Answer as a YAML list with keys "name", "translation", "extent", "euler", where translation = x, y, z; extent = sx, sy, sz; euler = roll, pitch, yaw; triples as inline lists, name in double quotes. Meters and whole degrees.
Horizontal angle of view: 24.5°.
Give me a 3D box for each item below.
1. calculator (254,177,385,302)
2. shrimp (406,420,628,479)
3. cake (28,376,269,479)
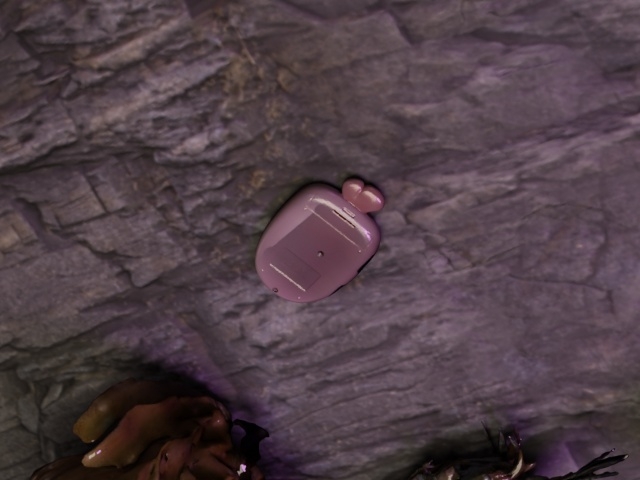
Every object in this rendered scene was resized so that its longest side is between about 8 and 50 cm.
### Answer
- name: "calculator"
  translation: [0.000, 0.000, 1.466]
  extent: [0.103, 0.024, 0.166]
  euler: [38, 122, -8]
- name: "shrimp"
  translation: [0.144, 0.292, 1.512]
  extent: [0.137, 0.172, 0.372]
  euler: [44, 127, -5]
- name: "cake"
  translation: [-0.164, 0.323, 1.541]
  extent: [0.332, 0.332, 0.321]
  euler: [38, 89, -8]
